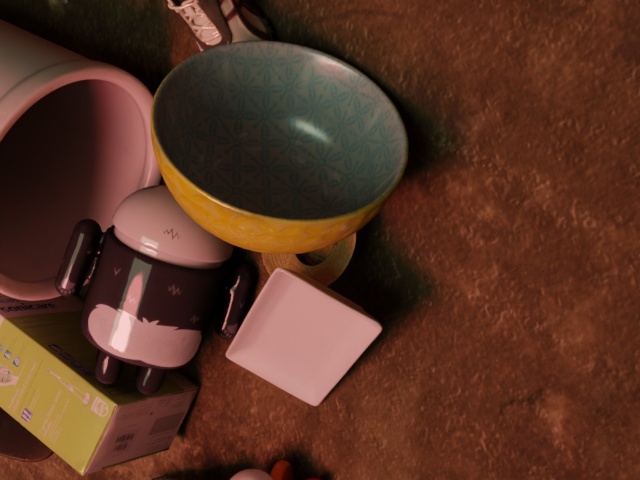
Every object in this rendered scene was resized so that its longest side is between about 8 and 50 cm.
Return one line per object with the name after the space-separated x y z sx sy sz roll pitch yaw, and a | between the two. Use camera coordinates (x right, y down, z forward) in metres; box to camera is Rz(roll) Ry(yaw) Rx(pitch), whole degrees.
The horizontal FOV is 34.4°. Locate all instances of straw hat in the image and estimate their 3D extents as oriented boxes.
0.000 0.000 1.294 0.145 0.061 0.144 -7 76 28 | straw hat

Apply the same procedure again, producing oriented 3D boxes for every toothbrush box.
-0.355 0.197 1.505 0.283 0.206 0.122 33 103 22 | toothbrush box

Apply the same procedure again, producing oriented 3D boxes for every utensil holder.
-0.465 -0.146 1.424 0.386 0.328 0.327 28 119 28 | utensil holder

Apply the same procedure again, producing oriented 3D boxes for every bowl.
-0.056 -0.080 1.198 0.289 0.289 0.156 40 142 20 | bowl

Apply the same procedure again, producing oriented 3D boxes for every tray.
-0.024 0.120 1.302 0.145 0.030 0.270 30 146 -1 | tray

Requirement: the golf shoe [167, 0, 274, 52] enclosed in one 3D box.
-0.140 -0.281 1.275 0.105 0.120 0.272 -16 96 36 | golf shoe

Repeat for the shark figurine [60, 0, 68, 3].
-0.380 -0.428 1.408 0.278 0.116 0.166 -28 89 40 | shark figurine

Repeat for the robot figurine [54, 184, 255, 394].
-0.221 0.061 1.389 0.174 0.209 0.278 30 107 36 | robot figurine

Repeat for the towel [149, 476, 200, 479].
-0.182 0.485 1.502 0.235 0.121 0.283 -21 90 60 | towel

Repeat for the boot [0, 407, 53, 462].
-0.566 0.320 1.803 0.305 0.112 0.115 18 144 26 | boot

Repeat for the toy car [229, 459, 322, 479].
-0.043 0.385 1.404 0.136 0.159 0.182 -21 62 -1 | toy car
